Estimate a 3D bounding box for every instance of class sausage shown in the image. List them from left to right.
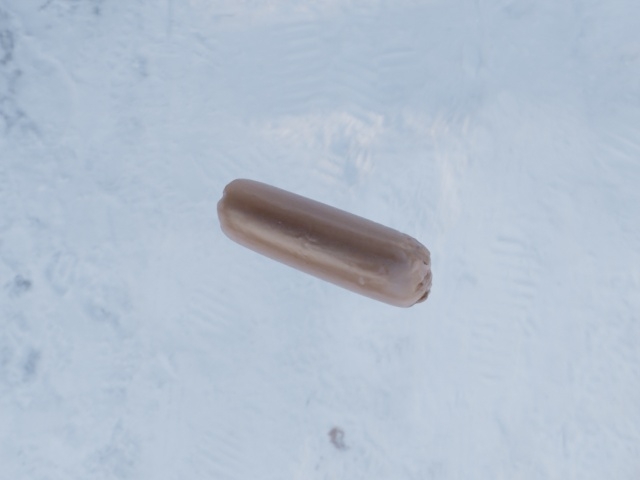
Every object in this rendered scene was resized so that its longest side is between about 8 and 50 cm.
[{"bbox_3d":[0.001,0.000,1.116,0.289,0.086,0.086,22,107,29],"label":"sausage"}]
